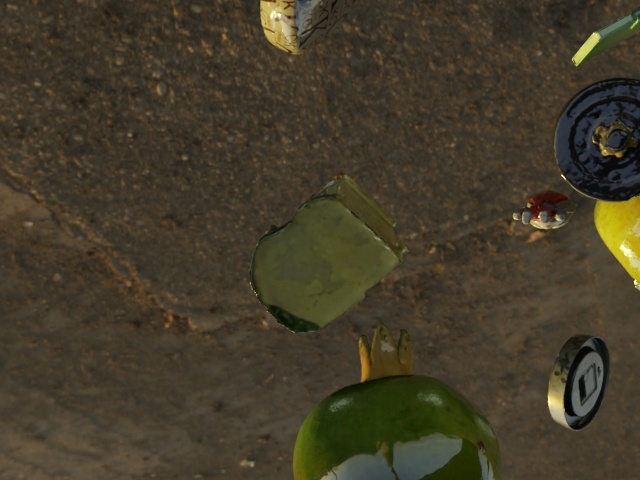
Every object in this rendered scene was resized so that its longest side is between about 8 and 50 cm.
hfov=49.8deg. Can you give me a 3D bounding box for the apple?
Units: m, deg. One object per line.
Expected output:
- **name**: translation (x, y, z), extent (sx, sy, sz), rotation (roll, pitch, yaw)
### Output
- **apple**: translation (0.731, -0.048, 1.388), extent (0.340, 0.339, 0.339), rotation (-7, 140, -6)

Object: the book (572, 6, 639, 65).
- **book**: translation (0.424, -0.295, 0.950), extent (0.135, 0.017, 0.103), rotation (-29, 173, 0)

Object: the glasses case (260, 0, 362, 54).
- **glasses case**: translation (0.050, -0.351, 0.760), extent (0.085, 0.354, 0.137), rotation (32, 160, 12)

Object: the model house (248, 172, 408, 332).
- **model house**: translation (0.000, 0.000, 1.546), extent (0.321, 0.266, 0.261), rotation (-41, 109, 21)

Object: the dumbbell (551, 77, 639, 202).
- **dumbbell**: translation (0.479, -0.165, 1.129), extent (0.185, 0.185, 0.388), rotation (-32, 176, 23)

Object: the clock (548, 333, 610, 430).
- **clock**: translation (0.578, 0.314, 1.537), extent (0.042, 0.215, 0.215), rotation (11, 163, 47)

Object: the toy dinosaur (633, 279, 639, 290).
- **toy dinosaur**: translation (0.820, 0.079, 1.669), extent (0.129, 0.076, 0.383), rotation (5, 162, 28)

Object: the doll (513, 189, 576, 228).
- **doll**: translation (0.444, -0.059, 1.346), extent (0.102, 0.075, 0.227), rotation (2, -172, 27)

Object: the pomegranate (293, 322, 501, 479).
- **pomegranate**: translation (0.103, 0.286, 1.035), extent (0.310, 0.358, 0.216), rotation (-12, 147, 14)
